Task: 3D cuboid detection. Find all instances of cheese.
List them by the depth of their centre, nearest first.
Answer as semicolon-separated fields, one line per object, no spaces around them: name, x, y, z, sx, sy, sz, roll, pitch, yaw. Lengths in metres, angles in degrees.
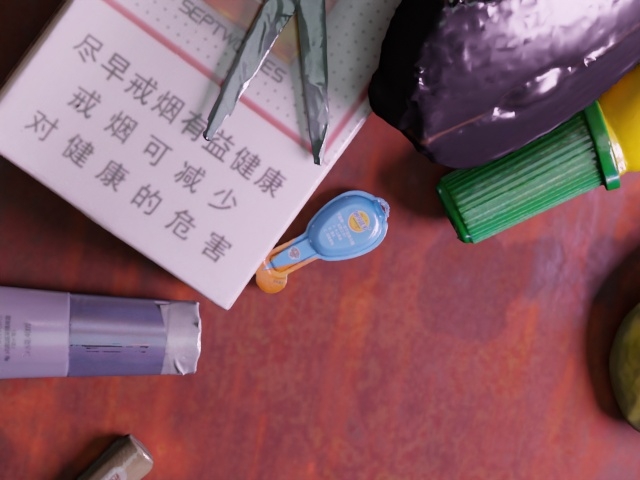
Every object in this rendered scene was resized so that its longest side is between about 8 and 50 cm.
cheese;0.000;0.000;1.218;0.111;0.017;0.047;-27;99;-5

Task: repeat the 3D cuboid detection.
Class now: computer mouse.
computer mouse;0.170;-0.173;1.122;0.116;0.183;0.323;36;74;30

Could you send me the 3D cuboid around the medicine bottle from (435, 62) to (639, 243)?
medicine bottle;0.227;-0.086;1.208;0.309;0.076;0.111;-28;146;1

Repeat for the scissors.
scissors;-0.010;-0.176;1.096;0.144;0.017;0.247;12;97;-12

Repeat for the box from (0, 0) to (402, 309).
box;-0.054;-0.147;1.147;0.210;0.095;0.330;35;92;-14

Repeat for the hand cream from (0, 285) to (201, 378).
hand cream;-0.212;0.065;1.178;0.255;0.048;0.079;3;93;-8

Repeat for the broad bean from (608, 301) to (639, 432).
broad bean;0.315;0.070;1.255;0.207;0.072;0.153;-20;95;-6

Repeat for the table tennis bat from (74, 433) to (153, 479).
table tennis bat;-0.218;0.231;1.217;0.246;0.022;0.138;-41;104;1
